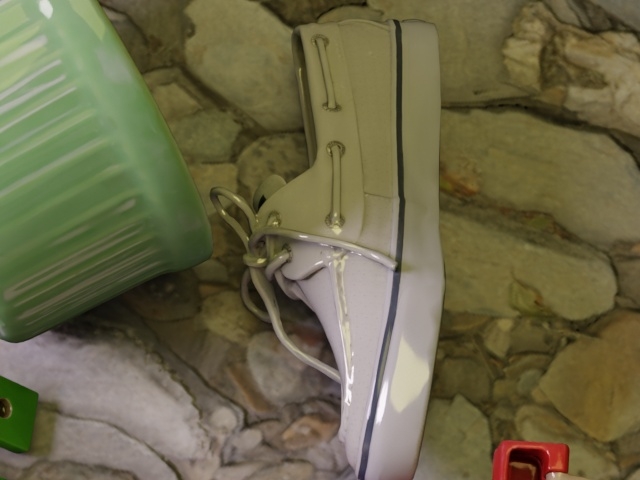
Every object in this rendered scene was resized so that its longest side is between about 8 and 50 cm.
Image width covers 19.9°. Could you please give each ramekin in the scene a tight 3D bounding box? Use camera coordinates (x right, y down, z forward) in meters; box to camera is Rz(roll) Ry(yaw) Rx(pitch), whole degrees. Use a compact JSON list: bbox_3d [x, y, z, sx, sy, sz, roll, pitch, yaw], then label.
[{"bbox_3d":[-0.210,-0.082,1.177,0.148,0.303,0.303,-31,70,-11],"label":"ramekin"}]

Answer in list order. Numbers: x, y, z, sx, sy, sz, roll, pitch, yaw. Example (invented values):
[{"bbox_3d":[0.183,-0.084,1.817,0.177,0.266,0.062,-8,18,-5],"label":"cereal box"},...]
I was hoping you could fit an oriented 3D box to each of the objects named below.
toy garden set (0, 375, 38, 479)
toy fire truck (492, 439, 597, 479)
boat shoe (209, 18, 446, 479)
[{"bbox_3d":[-0.283,0.177,1.124,0.204,0.049,0.244,31,53,-40],"label":"toy garden set"},{"bbox_3d":[0.198,0.181,1.171,0.192,0.135,0.047,7,63,-2],"label":"toy fire truck"},{"bbox_3d":[0.001,-0.006,1.245,0.156,0.136,0.367,4,60,-4],"label":"boat shoe"}]
